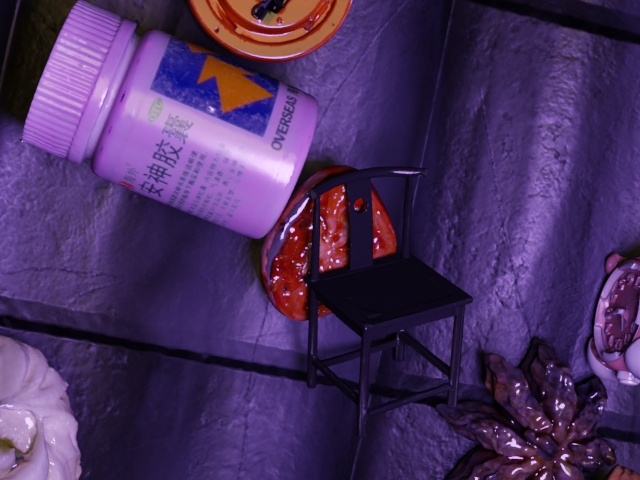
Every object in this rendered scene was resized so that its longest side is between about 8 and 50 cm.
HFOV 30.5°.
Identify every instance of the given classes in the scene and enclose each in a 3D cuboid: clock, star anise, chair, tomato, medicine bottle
[{"bbox_3d":[0.397,0.100,1.426,0.092,0.166,0.162,19,81,-12],"label":"clock"},{"bbox_3d":[0.261,0.245,1.434,0.236,0.109,0.223,35,90,-12],"label":"star anise"},{"bbox_3d":[0.073,0.063,1.319,0.154,0.141,0.260,-14,119,-27],"label":"chair"},{"bbox_3d":[-0.007,-0.001,1.375,0.174,0.082,0.166,-38,126,-10],"label":"tomato"},{"bbox_3d":[-0.058,-0.312,1.378,0.205,0.051,0.205,0,91,-12],"label":"clock"},{"bbox_3d":[-0.164,-0.132,1.299,0.290,0.178,0.178,23,88,-11],"label":"medicine bottle"}]

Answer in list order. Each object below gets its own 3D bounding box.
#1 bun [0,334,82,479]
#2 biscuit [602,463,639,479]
[{"bbox_3d":[-0.372,0.226,1.261,0.259,0.160,0.259,5,78,-23],"label":"bun"},{"bbox_3d":[0.301,0.419,1.414,0.052,0.262,0.277,24,63,19],"label":"biscuit"}]
